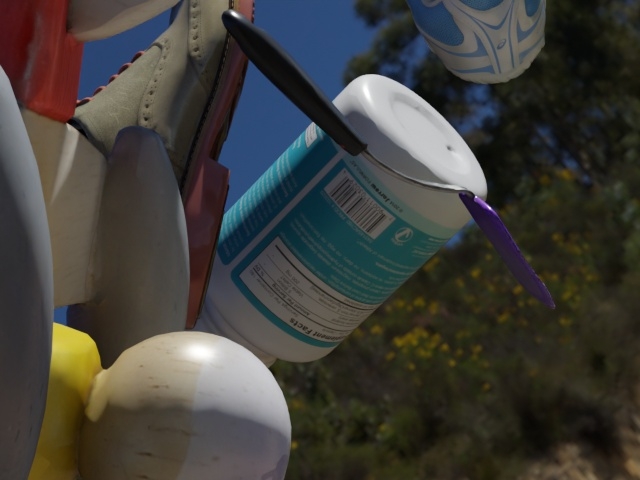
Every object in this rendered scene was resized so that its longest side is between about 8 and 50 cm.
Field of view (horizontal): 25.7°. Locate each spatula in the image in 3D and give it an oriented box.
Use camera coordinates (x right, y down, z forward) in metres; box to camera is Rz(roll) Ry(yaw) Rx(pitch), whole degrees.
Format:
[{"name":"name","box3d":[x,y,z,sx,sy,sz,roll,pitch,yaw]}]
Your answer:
[{"name":"spatula","box3d":[0.049,-0.053,0.924,0.030,0.296,0.084,-52,15,3]}]

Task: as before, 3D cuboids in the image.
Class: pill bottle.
[{"name":"pill bottle","box3d":[0.000,0.000,1.154,0.264,0.146,0.146,-44,-17,23]}]

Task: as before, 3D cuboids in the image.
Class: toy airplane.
[{"name":"toy airplane","box3d":[-0.123,0.012,0.574,0.386,0.272,0.384,-59,-3,-44]}]

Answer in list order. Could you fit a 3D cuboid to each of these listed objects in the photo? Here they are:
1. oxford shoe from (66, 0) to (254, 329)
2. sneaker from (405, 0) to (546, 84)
[{"name":"oxford shoe","box3d":[-0.125,-0.106,1.050,0.130,0.348,0.123,10,-33,-6]},{"name":"sneaker","box3d":[0.078,-0.186,0.843,0.085,0.237,0.086,-15,-50,-3]}]
